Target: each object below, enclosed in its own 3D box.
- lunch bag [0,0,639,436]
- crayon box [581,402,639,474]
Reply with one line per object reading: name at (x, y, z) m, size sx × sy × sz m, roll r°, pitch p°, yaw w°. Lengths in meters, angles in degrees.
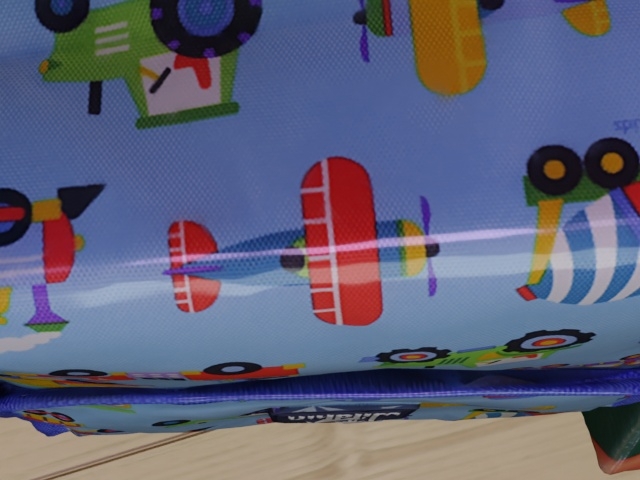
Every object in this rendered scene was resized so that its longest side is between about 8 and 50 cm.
lunch bag at (0.000, 0.000, 0.474) m, size 0.221 × 0.138 × 0.293 m, roll -5°, pitch 159°, yaw 1°
crayon box at (0.220, -0.035, 0.539) m, size 0.202 × 0.081 × 0.318 m, roll -6°, pitch 146°, yaw -13°
